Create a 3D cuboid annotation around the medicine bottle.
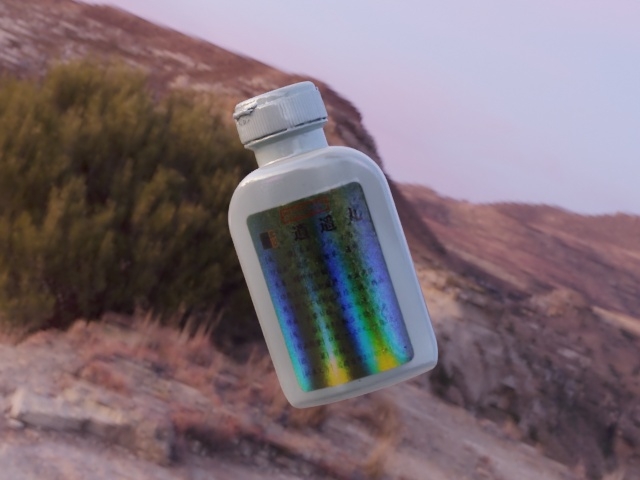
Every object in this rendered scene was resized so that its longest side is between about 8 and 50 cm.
[{"bbox_3d":[0.000,0.000,0.784,0.121,0.229,0.083,-18,5,7],"label":"medicine bottle"}]
